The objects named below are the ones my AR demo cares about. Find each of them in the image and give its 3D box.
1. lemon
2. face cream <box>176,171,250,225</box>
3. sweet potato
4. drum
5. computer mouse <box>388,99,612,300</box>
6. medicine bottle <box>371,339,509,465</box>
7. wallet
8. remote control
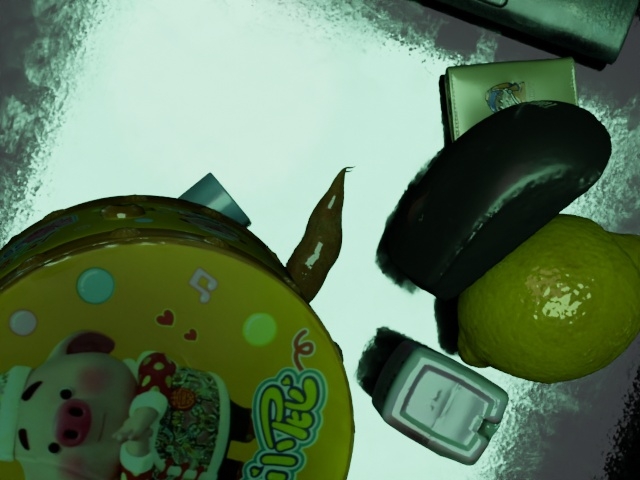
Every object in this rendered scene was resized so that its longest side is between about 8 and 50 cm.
[{"bbox_3d":[0.258,0.065,1.079,0.244,0.187,0.187,-29,90,5],"label":"lemon"},{"bbox_3d":[-0.199,0.028,1.108,0.250,0.077,0.077,-40,91,-2],"label":"face cream"},{"bbox_3d":[0.000,0.000,1.133,0.056,0.056,0.195,22,84,-2],"label":"sweet potato"},{"bbox_3d":[-0.183,0.173,0.991,0.431,0.214,0.431,-3,102,-12],"label":"drum"},{"bbox_3d":[0.182,-0.063,1.056,0.269,0.170,0.100,-42,111,12],"label":"computer mouse"},{"bbox_3d":[0.124,0.172,1.065,0.119,0.188,0.094,28,87,-2],"label":"medicine bottle"},{"bbox_3d":[0.230,-0.159,1.155,0.155,0.039,0.110,-5,85,-3],"label":"wallet"},{"bbox_3d":[0.193,-0.324,1.155,0.378,0.044,0.107,20,84,-3],"label":"remote control"}]
